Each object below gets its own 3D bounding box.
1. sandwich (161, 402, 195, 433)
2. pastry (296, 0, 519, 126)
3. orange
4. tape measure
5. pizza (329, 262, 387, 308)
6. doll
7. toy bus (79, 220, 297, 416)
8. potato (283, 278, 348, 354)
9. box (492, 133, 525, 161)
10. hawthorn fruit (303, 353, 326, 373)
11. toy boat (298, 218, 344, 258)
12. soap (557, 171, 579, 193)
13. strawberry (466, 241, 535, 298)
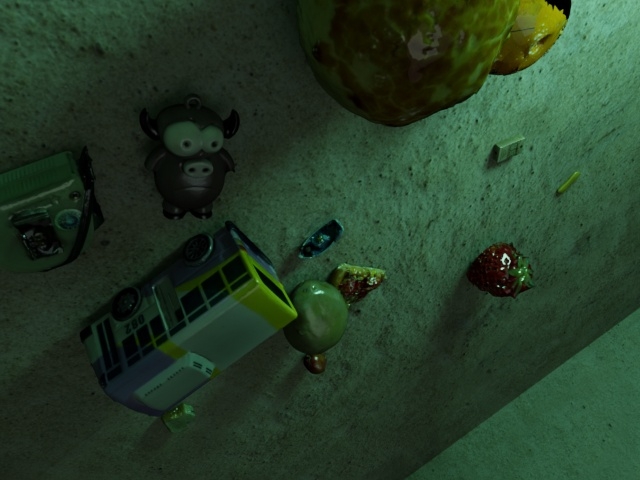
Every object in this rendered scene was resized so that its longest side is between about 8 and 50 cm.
[{"bbox_3d":[-0.421,0.536,1.767,0.093,0.035,0.104,-21,140,-16],"label":"sandwich"},{"bbox_3d":[0.151,-0.372,0.992,0.389,0.312,0.388,-17,145,-13],"label":"pastry"},{"bbox_3d":[0.382,-0.444,1.177,0.235,0.182,0.234,-19,155,-9],"label":"orange"},{"bbox_3d":[-0.492,-0.039,1.072,0.235,0.115,0.207,-23,137,-12],"label":"tape measure"},{"bbox_3d":[0.111,0.126,1.689,0.193,0.053,0.201,-23,139,-12],"label":"pizza"},{"bbox_3d":[-0.248,-0.154,1.114,0.182,0.117,0.257,-4,135,-23],"label":"doll"},{"bbox_3d":[-0.296,0.194,1.332,0.440,0.249,0.209,-36,141,3],"label":"toy bus"},{"bbox_3d":[-0.015,0.210,1.613,0.178,0.160,0.235,-40,131,-32],"label":"potato"},{"bbox_3d":[0.509,-0.249,1.594,0.083,0.024,0.053,-21,139,-12],"label":"box"},{"bbox_3d":[-0.019,0.384,1.857,0.077,0.077,0.077,-18,138,-17],"label":"hawthorn fruit"},{"bbox_3d":[0.000,0.000,1.480,0.137,0.060,0.061,-39,160,16],"label":"toy boat"},{"bbox_3d":[0.781,-0.181,1.854,0.034,0.012,0.089,16,121,-43],"label":"soap"},{"bbox_3d":[0.569,0.098,1.891,0.202,0.184,0.187,-17,180,43],"label":"strawberry"}]
